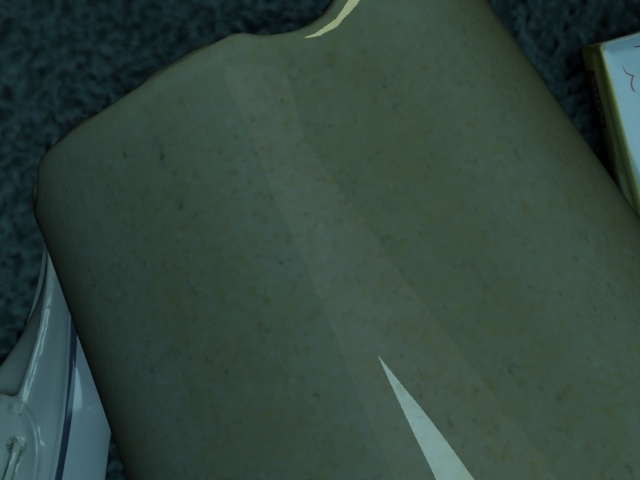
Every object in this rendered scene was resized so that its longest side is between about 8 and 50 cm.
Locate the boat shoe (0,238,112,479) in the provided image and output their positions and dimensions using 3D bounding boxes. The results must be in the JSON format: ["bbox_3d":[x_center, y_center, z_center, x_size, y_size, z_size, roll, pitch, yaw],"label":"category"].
[{"bbox_3d":[-0.156,0.111,0.873,0.088,0.096,0.268,8,102,-12],"label":"boat shoe"}]

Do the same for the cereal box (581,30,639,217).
[{"bbox_3d":[0.278,-0.055,0.929,0.240,0.047,0.173,-15,96,-5],"label":"cereal box"}]

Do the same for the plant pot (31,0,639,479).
[{"bbox_3d":[0.035,0.058,0.757,0.333,0.334,0.305,-26,87,-4],"label":"plant pot"}]
